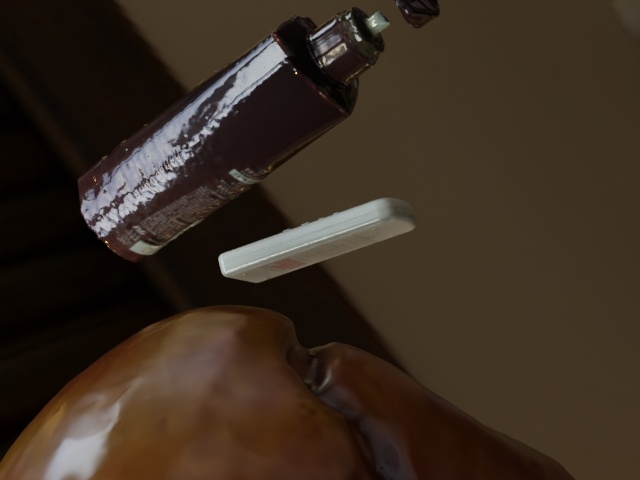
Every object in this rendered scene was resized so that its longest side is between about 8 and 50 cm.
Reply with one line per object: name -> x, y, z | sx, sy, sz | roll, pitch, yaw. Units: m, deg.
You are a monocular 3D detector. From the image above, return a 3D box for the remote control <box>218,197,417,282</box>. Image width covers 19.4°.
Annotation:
remote control -> 0.000, 0.000, 1.827 | 0.087, 0.190, 0.029 | 14, -121, -68

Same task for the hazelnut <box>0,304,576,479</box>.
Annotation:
hazelnut -> -0.019, 0.213, 0.912 | 0.372, 0.315, 0.372 | 19, -130, -24

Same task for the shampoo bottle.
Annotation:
shampoo bottle -> -0.035, -0.072, 1.028 | 0.067, 0.236, 0.068 | 46, -154, -19
